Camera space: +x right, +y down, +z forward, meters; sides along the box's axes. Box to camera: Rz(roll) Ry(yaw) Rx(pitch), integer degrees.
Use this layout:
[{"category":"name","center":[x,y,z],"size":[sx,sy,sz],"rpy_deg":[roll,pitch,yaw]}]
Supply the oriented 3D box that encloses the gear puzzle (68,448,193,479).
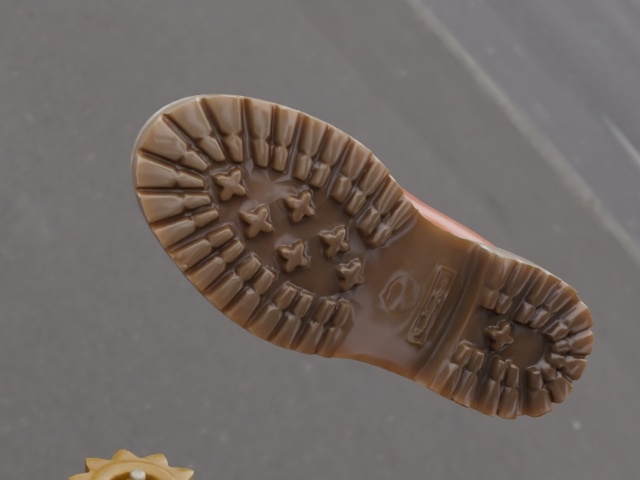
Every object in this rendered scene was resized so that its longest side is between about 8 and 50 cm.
[{"category":"gear puzzle","center":[-0.106,0.228,1.005],"size":[0.175,0.044,0.339],"rpy_deg":[2,28,-15]}]

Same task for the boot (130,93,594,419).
[{"category":"boot","center":[0.000,0.000,0.504],"size":[0.158,0.059,0.084],"rpy_deg":[31,2,-34]}]
